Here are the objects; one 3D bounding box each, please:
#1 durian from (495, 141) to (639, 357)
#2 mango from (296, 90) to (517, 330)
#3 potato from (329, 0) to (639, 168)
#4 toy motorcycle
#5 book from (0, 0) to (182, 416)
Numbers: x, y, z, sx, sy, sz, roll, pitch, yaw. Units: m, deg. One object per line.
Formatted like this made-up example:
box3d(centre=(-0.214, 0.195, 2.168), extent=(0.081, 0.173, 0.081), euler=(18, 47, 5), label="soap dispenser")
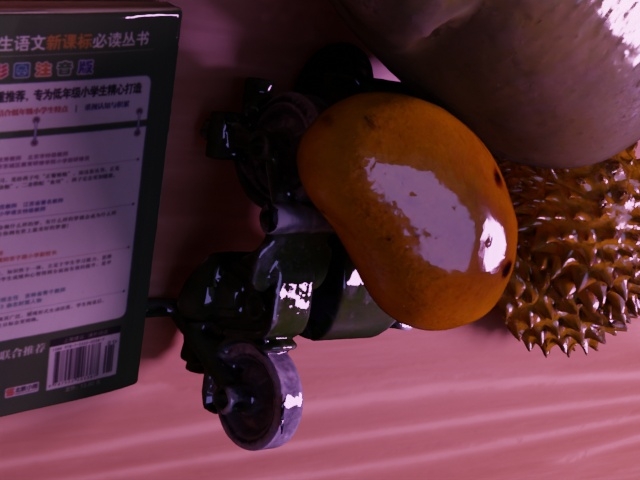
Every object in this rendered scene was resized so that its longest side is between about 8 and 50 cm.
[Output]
box3d(centre=(0.244, 0.011, 1.085), extent=(0.250, 0.138, 0.183), euler=(44, 58, -52), label="durian")
box3d(centre=(0.060, -0.022, 0.778), extent=(0.115, 0.090, 0.178), euler=(-43, 117, -18), label="mango")
box3d(centre=(0.132, -0.189, 0.799), extent=(0.326, 0.221, 0.243), euler=(39, 79, -45), label="potato")
box3d(centre=(0.000, 0.000, 0.871), extent=(0.205, 0.127, 0.275), euler=(1, 104, -44), label="toy motorcycle")
box3d(centre=(-0.185, -0.013, 0.752), extent=(0.202, 0.027, 0.264), euler=(-9, 118, -39), label="book")
